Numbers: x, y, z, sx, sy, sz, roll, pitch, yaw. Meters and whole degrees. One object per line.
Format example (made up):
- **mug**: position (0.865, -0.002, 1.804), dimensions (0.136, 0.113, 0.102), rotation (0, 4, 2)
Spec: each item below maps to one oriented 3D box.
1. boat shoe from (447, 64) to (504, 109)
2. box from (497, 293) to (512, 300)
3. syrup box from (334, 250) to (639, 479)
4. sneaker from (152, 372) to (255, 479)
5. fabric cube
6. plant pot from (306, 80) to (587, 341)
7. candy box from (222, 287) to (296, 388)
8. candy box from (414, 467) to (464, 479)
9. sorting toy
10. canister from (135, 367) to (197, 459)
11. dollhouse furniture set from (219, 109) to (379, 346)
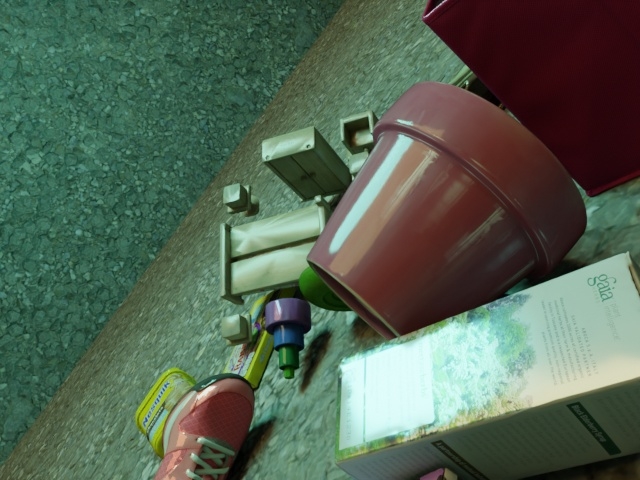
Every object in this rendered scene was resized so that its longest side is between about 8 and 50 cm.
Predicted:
- **boat shoe**: position (0.204, -0.184, 0.921), dimensions (0.257, 0.095, 0.095), rotation (-52, 25, -5)
- **box**: position (0.127, 0.130, 0.582), dimensions (0.178, 0.042, 0.109), rotation (-54, 20, -13)
- **syrup box**: position (0.131, 0.109, 0.455), dimensions (0.237, 0.096, 0.093), rotation (-25, 38, 27)
- **sneaker**: position (-0.165, 0.327, 0.816), dimensions (0.314, 0.116, 0.136), rotation (-59, 30, -5)
- **fabric cube**: position (0.293, -0.249, 0.585), dimensions (0.259, 0.258, 0.254), rotation (-30, 27, 46)
- **plant pot**: position (0.094, -0.006, 0.558), dimensions (0.180, 0.201, 0.201), rotation (-46, 18, -7)
- **candy box**: position (-0.110, 0.169, 1.067), dimensions (0.105, 0.027, 0.206), rotation (-36, 23, 42)
- **candy box**: position (0.040, 0.277, 0.419), dimensions (0.165, 0.070, 0.196), rotation (-44, 15, 39)
- **sorting toy**: position (0.054, 0.089, 0.772), dimensions (0.365, 0.127, 0.126), rotation (-32, 50, 40)
- **canister**: position (-0.246, 0.294, 1.074), dimensions (0.126, 0.073, 0.170), rotation (-56, 21, -14)
- **dollhouse furniture set**: position (0.000, 0.000, 1.098), dimensions (0.303, 0.174, 0.355), rotation (-13, 63, 22)
